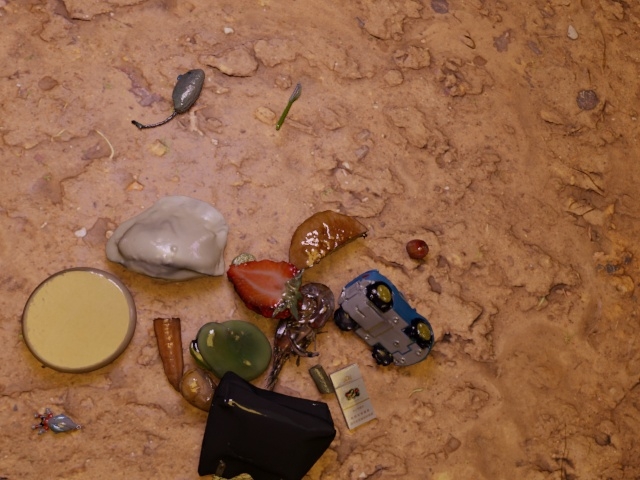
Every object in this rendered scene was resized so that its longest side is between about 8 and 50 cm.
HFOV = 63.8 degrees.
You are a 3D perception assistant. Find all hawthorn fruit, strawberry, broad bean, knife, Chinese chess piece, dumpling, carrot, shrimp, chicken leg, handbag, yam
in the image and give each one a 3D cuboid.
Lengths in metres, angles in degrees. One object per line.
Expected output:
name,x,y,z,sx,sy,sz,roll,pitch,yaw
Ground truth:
hawthorn fruit,0.314,0.021,1.597,0.066,0.103,0.067,13,65,-30
strawberry,-0.155,0.142,1.408,0.228,0.098,0.175,3,57,17
broad bean,-0.241,0.301,1.397,0.227,0.100,0.170,6,86,-16
knife,-0.096,-0.421,1.601,0.026,0.022,0.184,21,74,16
Chinese chess piece,-0.609,0.201,1.308,0.273,0.102,0.274,3,79,-17
dumpling,-0.397,-0.011,1.358,0.317,0.187,0.243,12,81,-10
carrot,-0.397,0.304,1.374,0.072,0.072,0.205,-9,91,-17
shrimp,-0.063,0.274,1.440,0.145,0.116,0.343,27,73,3
chicken leg,-0.295,0.418,1.371,0.085,0.101,0.207,-47,115,-14
handbag,-0.151,0.520,1.333,0.342,0.152,0.288,24,104,-13
yam,0.004,0.402,1.475,0.043,0.043,0.094,-26,89,-18

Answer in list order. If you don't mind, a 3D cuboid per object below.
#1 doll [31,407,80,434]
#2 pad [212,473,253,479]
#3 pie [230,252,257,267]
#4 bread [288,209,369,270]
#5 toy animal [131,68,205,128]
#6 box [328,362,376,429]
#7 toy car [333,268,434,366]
doll,-0.657,0.455,1.283,0.114,0.039,0.057,9,36,-5
pad,-0.164,0.610,1.411,0.245,0.006,0.170,12,77,-13
pie,-0.220,0.078,1.481,0.085,0.017,0.085,2,82,-17
bread,0.000,-0.010,1.503,0.260,0.129,0.134,-27,87,-20
toy animal,-0.423,-0.398,1.492,0.253,0.070,0.079,-47,60,-6
box,0.093,0.453,1.500,0.089,0.024,0.167,-19,87,-17
toy car,0.196,0.225,1.498,0.314,0.198,0.166,43,41,-7
